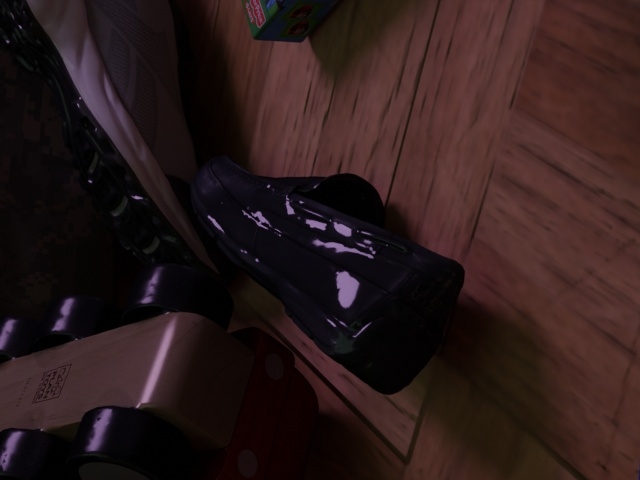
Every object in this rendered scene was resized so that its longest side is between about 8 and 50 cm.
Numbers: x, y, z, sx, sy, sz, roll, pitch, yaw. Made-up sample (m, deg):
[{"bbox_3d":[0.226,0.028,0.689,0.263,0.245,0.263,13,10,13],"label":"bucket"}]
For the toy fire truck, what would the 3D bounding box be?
[{"bbox_3d":[-0.081,0.158,0.744,0.217,0.246,0.158,-18,44,39],"label":"toy fire truck"}]

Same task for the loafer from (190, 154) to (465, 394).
[{"bbox_3d":[0.000,0.000,0.666,0.078,0.076,0.223,-50,36,-1],"label":"loafer"}]

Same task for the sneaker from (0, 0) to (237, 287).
[{"bbox_3d":[-0.114,-0.095,0.787,0.271,0.108,0.100,63,156,1],"label":"sneaker"}]

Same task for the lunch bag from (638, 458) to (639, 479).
[{"bbox_3d":[0.155,0.093,0.451,0.067,0.065,0.098,13,104,38],"label":"lunch bag"}]

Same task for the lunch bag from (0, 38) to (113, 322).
[{"bbox_3d":[-0.265,-0.024,0.923,0.287,0.169,0.235,-28,56,54],"label":"lunch bag"}]

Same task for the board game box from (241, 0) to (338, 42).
[{"bbox_3d":[0.007,-0.224,0.646,0.211,0.039,0.160,-39,62,49],"label":"board game box"}]
